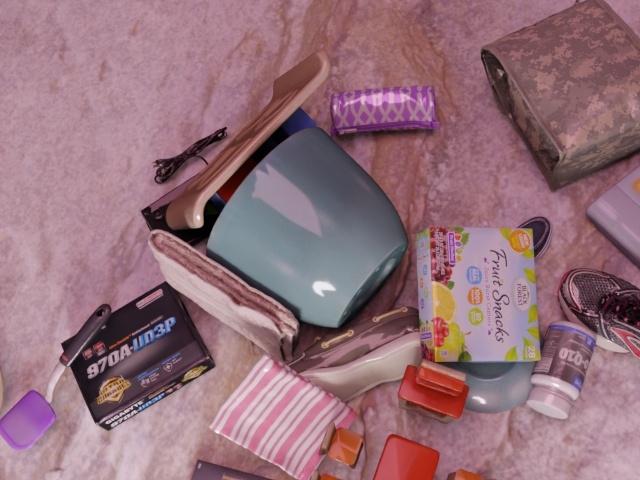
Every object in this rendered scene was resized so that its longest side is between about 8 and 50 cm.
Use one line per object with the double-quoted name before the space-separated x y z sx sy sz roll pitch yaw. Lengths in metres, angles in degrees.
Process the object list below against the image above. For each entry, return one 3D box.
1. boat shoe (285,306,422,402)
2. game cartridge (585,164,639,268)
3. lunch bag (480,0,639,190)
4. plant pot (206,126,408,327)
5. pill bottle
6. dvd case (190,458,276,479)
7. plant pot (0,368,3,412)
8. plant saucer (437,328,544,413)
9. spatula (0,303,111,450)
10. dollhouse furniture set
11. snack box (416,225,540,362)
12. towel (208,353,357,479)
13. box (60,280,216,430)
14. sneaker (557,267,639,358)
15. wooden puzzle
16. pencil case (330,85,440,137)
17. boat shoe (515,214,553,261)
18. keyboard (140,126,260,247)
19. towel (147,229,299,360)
"boat shoe" 0.034 0.197 1.421 0.305 0.109 0.091 -22 47 5
"game cartridge" 0.622 -0.070 1.461 0.297 0.062 0.198 -37 59 -8
"lunch bag" 0.442 -0.270 1.528 0.235 0.169 0.287 -24 67 -1
"plant pot" 0.000 0.000 1.431 0.235 0.293 0.293 39 77 13
"pill bottle" 0.373 0.201 1.363 0.078 0.078 0.137 17 69 18
"dvd case" -0.119 0.451 1.375 0.221 0.018 0.164 11 67 16
"plant pot" -0.712 0.263 1.480 0.229 0.263 0.263 0 63 32
"plant saucer" 0.269 0.180 1.419 0.195 0.037 0.195 -4 65 9
"spatula" -0.444 0.228 1.491 0.084 0.030 0.296 39 98 27
"dollhouse furniture set" 0.133 0.318 1.293 0.262 0.135 0.259 19 69 6
"snack box" 0.242 0.085 1.353 0.174 0.070 0.207 2 81 -13
"towel" -0.054 0.277 1.355 0.144 0.197 0.029 -53 24 1
"box" -0.316 0.197 1.517 0.220 0.051 0.175 -30 62 -4
"sneaker" 0.508 0.129 1.354 0.299 0.112 0.121 34 75 24
"wooden puzzle" -0.119 -0.149 1.505 0.080 0.322 0.348 41 78 -13
"pencil case" 0.114 -0.238 1.622 0.206 0.086 0.088 -5 51 9
"boat shoe" 0.322 0.015 1.461 0.183 0.083 0.065 -44 65 -11
"keyboard" -0.197 -0.120 1.660 0.317 0.033 0.201 -33 67 -7
"towel" -0.156 0.096 1.436 0.282 0.187 0.049 32 70 12
